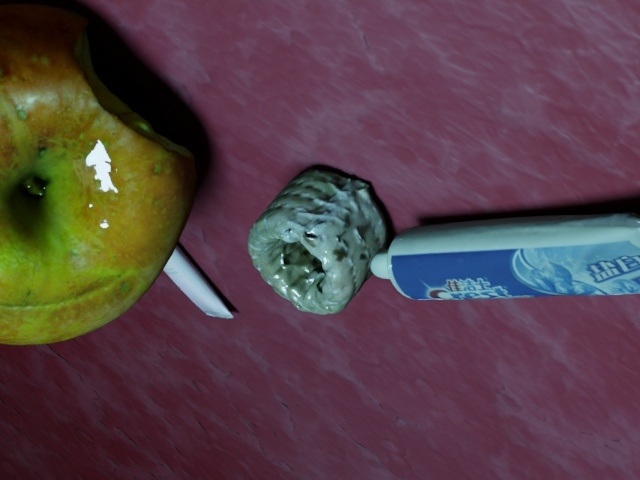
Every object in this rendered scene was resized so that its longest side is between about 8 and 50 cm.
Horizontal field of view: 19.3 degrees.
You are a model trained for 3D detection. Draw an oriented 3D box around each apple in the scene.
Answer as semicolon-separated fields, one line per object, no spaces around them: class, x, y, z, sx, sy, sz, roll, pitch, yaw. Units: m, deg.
apple;-0.219;-0.051;1.347;0.246;0.246;0.226;52;171;-24

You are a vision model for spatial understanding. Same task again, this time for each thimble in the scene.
thimble;0.000;0.000;1.269;0.084;0.062;0.110;39;155;0

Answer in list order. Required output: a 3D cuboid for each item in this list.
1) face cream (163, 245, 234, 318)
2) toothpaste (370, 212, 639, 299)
face cream;-0.111;0.024;1.508;0.038;0.020;0.115;3;139;51
toothpaste;0.123;0.011;1.147;0.268;0.047;0.069;-5;118;51
